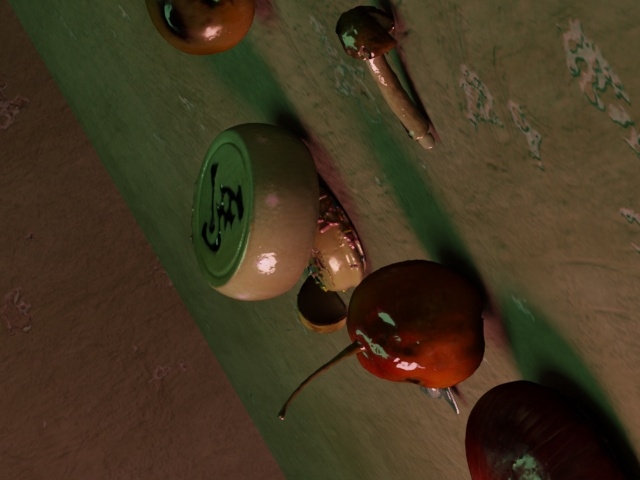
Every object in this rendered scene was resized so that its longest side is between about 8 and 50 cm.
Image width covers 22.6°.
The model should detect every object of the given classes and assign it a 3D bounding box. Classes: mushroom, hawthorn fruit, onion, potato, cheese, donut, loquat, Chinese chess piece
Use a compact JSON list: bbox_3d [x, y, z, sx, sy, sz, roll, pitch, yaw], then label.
[{"bbox_3d":[0.078,-0.177,1.714,0.187,0.061,0.060,55,176,-35],"label":"mushroom"},{"bbox_3d":[0.059,0.123,1.890,0.165,0.285,0.165,55,157,37],"label":"hawthorn fruit"},{"bbox_3d":[0.259,0.276,1.812,0.248,0.161,0.248,30,136,34],"label":"onion"},{"bbox_3d":[-0.003,0.115,2.551,0.096,0.066,0.103,56,168,26],"label":"potato"},{"bbox_3d":[0.158,0.199,2.236,0.120,0.026,0.067,31,149,61],"label":"cheese"},{"bbox_3d":[0.000,0.000,2.292,0.175,0.068,0.174,53,165,21],"label":"donut"},{"bbox_3d":[-0.154,-0.310,2.048,0.163,0.137,0.163,38,170,8],"label":"loquat"},{"bbox_3d":[-0.095,-0.040,2.241,0.250,0.101,0.250,-18,69,62],"label":"Chinese chess piece"}]
